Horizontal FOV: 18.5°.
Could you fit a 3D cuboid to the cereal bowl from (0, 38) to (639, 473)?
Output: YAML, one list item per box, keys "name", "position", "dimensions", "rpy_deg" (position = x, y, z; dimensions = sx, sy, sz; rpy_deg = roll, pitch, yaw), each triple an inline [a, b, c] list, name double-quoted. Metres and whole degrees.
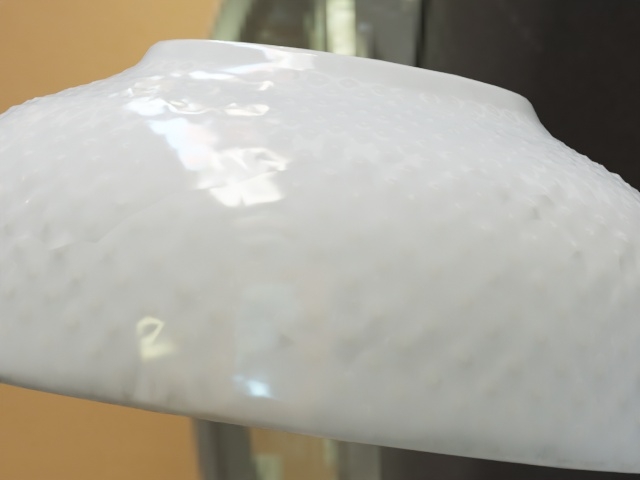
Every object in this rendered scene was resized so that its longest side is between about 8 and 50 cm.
- name: "cereal bowl"
  position: [0.000, 0.000, 0.810]
  dimensions: [0.339, 0.339, 0.141]
  rpy_deg: [-172, 91, -88]
